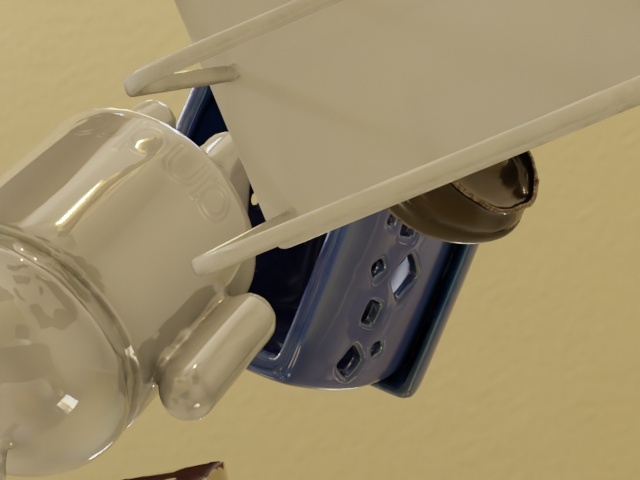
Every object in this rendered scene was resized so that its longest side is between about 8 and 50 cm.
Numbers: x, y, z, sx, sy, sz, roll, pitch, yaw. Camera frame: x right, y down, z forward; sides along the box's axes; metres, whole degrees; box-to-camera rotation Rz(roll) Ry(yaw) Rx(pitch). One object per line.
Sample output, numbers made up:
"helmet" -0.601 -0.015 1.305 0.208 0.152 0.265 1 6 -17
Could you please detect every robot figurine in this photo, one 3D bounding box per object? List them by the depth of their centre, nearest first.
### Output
"robot figurine" -0.185 0.037 1.447 0.300 0.199 0.353 20 44 21

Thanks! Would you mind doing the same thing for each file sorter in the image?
"file sorter" 0.000 -0.150 0.701 0.277 0.193 0.173 68 15 -1

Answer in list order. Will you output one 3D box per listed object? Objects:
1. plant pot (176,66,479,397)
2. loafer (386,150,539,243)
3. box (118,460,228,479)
"plant pot" 0.000 0.000 1.655 0.236 0.236 0.212 22 0 43
"loafer" 0.044 -0.070 0.943 0.220 0.078 0.080 33 41 -39
"box" -0.217 0.241 0.950 0.143 0.381 0.191 0 79 -83
